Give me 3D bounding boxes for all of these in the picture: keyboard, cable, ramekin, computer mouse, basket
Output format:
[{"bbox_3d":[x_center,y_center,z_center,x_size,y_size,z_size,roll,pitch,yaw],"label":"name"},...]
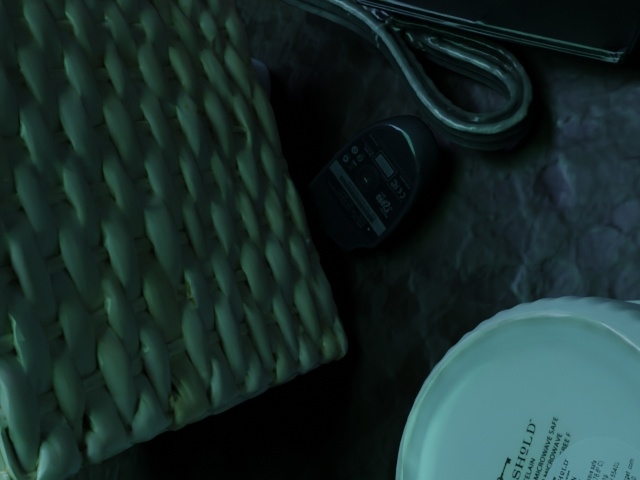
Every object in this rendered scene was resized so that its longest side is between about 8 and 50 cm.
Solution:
[{"bbox_3d":[0.122,-0.166,0.671,0.192,0.038,0.100,21,77,26],"label":"keyboard"},{"bbox_3d":[0.039,-0.170,0.721,0.139,0.072,0.287,-19,51,-3],"label":"cable"},{"bbox_3d":[0.133,0.124,0.526,0.207,0.109,0.207,-17,64,39],"label":"ramekin"},{"bbox_3d":[0.000,0.000,0.752,0.242,0.041,0.071,-42,72,31],"label":"computer mouse"},{"bbox_3d":[-0.201,-0.016,0.670,0.266,0.328,0.331,-20,87,33],"label":"basket"}]

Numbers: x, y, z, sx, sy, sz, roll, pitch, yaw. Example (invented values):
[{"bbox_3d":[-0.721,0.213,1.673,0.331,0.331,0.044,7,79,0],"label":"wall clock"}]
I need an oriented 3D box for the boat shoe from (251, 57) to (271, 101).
[{"bbox_3d":[-0.173,-0.090,0.894,0.301,0.102,0.108,-15,66,40],"label":"boat shoe"}]
